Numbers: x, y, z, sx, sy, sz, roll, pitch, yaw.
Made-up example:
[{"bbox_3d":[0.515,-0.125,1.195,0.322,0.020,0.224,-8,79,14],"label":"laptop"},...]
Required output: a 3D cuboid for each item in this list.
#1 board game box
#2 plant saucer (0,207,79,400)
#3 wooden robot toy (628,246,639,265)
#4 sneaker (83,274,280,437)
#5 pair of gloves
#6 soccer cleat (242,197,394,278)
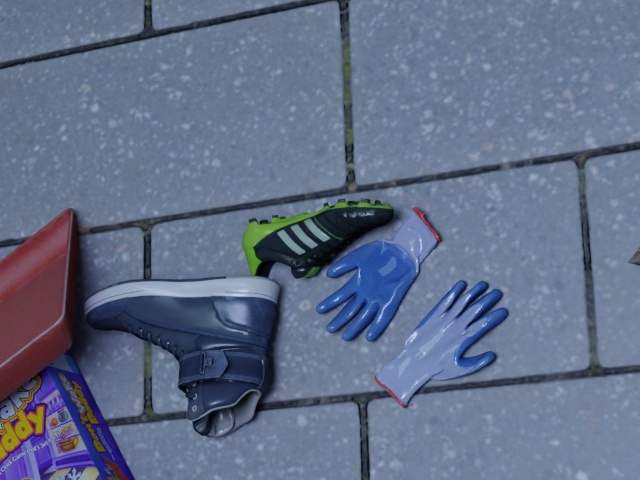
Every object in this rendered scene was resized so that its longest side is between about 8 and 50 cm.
[{"bbox_3d":[-0.374,0.308,1.846,0.347,0.078,0.233,-37,65,13],"label":"board game box"},{"bbox_3d":[-0.357,0.107,1.838,0.259,0.048,0.258,-37,25,13],"label":"plant saucer"},{"bbox_3d":[0.379,-0.012,1.594,0.173,0.076,0.079,-43,99,10],"label":"wooden robot toy"},{"bbox_3d":[-0.155,0.125,1.783,0.226,0.086,0.163,-4,73,23],"label":"sneaker"},{"bbox_3d":[0.093,0.071,1.718,0.159,0.023,0.198,-46,63,9],"label":"pair of gloves"},{"bbox_3d":[0.000,0.000,1.763,0.179,0.060,0.072,-12,82,29],"label":"soccer cleat"}]
